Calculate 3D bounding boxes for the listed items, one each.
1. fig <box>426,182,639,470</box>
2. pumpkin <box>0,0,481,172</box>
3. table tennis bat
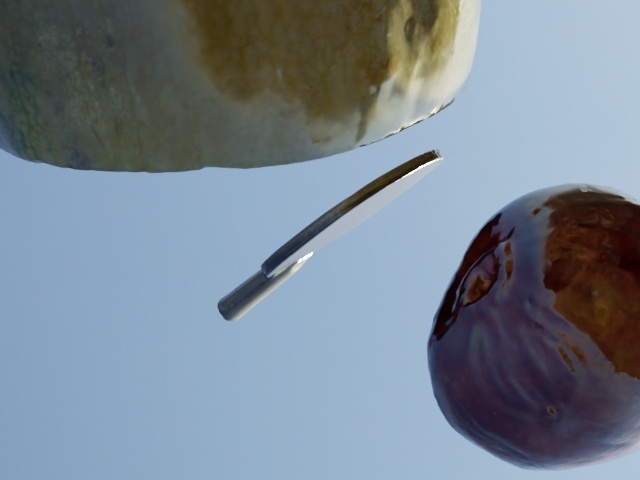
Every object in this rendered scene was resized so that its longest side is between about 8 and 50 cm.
[{"bbox_3d":[0.203,0.074,1.227,0.249,0.204,0.186,24,-156,-34],"label":"fig"},{"bbox_3d":[-0.063,-0.146,0.909,0.332,0.332,0.199,-28,-69,-58],"label":"pumpkin"},{"bbox_3d":[0.000,0.000,1.346,0.138,0.246,0.022,-28,-97,-47],"label":"table tennis bat"}]
